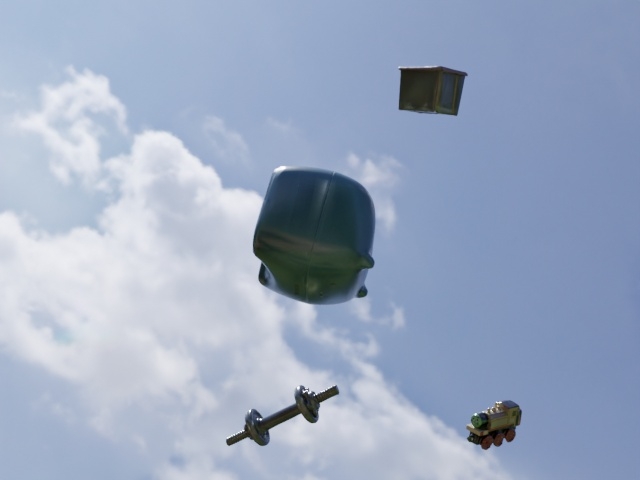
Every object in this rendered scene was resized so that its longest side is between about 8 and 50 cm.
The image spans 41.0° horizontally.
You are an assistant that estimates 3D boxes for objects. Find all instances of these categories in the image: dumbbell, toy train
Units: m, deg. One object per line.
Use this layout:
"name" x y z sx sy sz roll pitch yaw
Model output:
"dumbbell" -0.076 0.348 1.694 0.253 0.082 0.082 -28 -51 11
"toy train" 0.367 0.390 1.816 0.137 0.087 0.050 -5 14 -36

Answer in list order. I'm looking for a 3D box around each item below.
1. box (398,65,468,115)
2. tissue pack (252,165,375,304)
"box" 0.152 -0.206 1.182 0.060 0.063 0.084 3 6 -41
"tissue pack" 0.000 0.000 1.496 0.206 0.198 0.287 13 -21 3
